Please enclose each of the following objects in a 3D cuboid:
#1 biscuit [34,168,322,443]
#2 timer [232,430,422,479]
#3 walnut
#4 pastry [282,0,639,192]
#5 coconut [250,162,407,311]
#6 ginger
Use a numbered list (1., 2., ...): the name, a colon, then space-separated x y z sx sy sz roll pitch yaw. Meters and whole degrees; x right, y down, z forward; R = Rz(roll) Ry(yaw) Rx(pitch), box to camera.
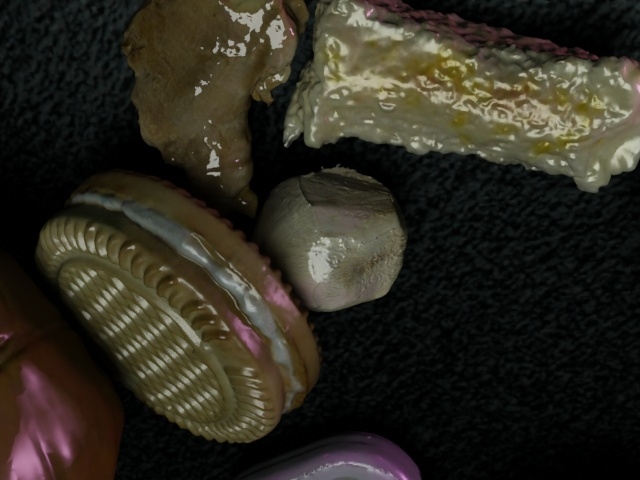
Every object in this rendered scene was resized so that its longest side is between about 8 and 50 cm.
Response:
1. biscuit: -0.113 0.056 1.037 0.259 0.079 0.259 30 150 20
2. timer: 0.021 0.269 1.209 0.191 0.069 0.208 -24 114 19
3. walnut: -0.351 0.167 1.056 0.398 0.308 0.354 -27 85 32
4. pastry: 0.107 -0.111 0.965 0.259 0.089 0.121 8 125 1
5. coconut: 0.000 0.000 1.022 0.124 0.110 0.110 -13 128 -33
6. ginger: -0.087 -0.120 0.993 0.137 0.074 0.213 27 124 17
